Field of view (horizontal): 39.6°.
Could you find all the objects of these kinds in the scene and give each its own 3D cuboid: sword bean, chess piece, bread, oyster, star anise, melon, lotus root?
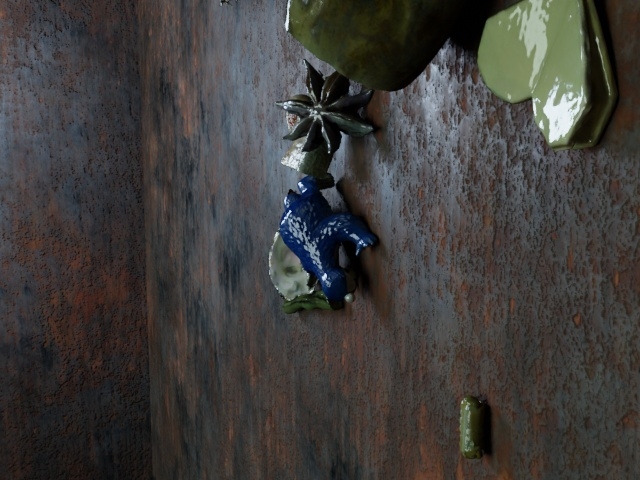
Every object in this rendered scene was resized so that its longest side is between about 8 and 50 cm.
[{"bbox_3d":[-0.020,0.122,1.754,0.269,0.038,0.043,-17,52,68],"label":"sword bean"},{"bbox_3d":[-0.038,-0.244,1.736,0.083,0.038,0.084,176,90,-70],"label":"chess piece"},{"bbox_3d":[0.207,0.253,1.208,0.049,0.033,0.088,-165,77,-82],"label":"bread"},{"bbox_3d":[-0.035,0.019,1.742,0.163,0.081,0.191,25,103,46],"label":"oyster"},{"bbox_3d":[0.012,-0.228,1.518,0.204,0.061,0.181,-2,82,34],"label":"star anise"},{"bbox_3d":[-0.004,-0.204,1.595,0.098,0.054,0.182,34,101,51],"label":"melon"},{"bbox_3d":[0.097,-0.387,1.115,0.346,0.250,0.251,113,146,-47],"label":"lotus root"}]

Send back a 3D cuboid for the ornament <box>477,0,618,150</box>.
[{"bbox_3d":[0.259,-0.211,0.980,0.201,0.059,0.180,-121,35,-44],"label":"ornament"}]

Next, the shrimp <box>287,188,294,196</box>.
[{"bbox_3d":[-0.055,-0.068,1.830,0.114,0.023,0.083,154,113,-71],"label":"shrimp"}]

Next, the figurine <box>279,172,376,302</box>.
[{"bbox_3d":[-0.004,0.001,1.579,0.262,0.120,0.164,-121,38,-45],"label":"figurine"}]

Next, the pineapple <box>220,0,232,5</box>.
[{"bbox_3d":[-0.184,-0.632,1.986,0.225,0.076,0.225,178,90,-66],"label":"pineapple"}]
